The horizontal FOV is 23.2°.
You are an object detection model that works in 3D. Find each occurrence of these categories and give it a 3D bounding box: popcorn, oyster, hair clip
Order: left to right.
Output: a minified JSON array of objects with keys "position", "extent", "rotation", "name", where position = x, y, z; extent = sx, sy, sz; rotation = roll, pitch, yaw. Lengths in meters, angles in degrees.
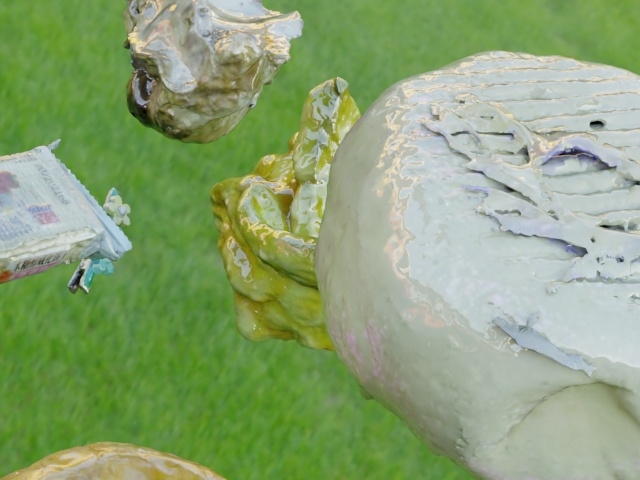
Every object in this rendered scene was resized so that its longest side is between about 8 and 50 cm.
[{"position":[-0.275,0.001,1.998],"extent":[0.049,0.049,0.173],"rotation":[23,52,-9],"name":"hair clip"},{"position":[-0.086,-0.143,1.059],"extent":[0.161,0.107,0.233],"rotation":[30,22,-24],"name":"oyster"},{"position":[-0.010,-0.006,1.966],"extent":[0.321,0.290,0.326],"rotation":[56,19,-16],"name":"popcorn"}]

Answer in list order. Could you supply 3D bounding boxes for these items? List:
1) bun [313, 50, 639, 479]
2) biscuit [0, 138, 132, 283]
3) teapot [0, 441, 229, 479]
[{"position":[0.120,0.020,0.784],"extent":[0.272,0.168,0.273],"rotation":[12,42,-11],"name":"bun"},{"position":[-0.367,-0.013,1.685],"extent":[0.309,0.079,0.186],"rotation":[-15,59,-47],"name":"biscuit"},{"position":[-0.104,0.225,0.793],"extent":[0.311,0.167,0.203],"rotation":[36,44,-1],"name":"teapot"}]
